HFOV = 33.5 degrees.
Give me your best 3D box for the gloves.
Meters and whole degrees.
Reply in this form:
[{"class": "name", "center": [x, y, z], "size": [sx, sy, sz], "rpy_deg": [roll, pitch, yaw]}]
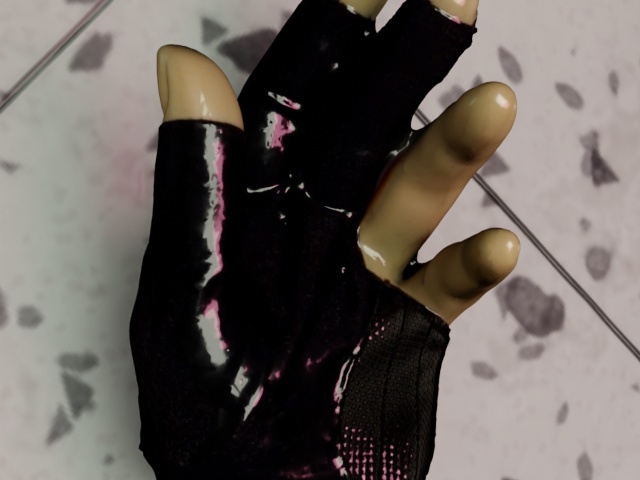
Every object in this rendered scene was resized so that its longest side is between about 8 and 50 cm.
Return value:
[{"class": "gloves", "center": [-0.005, 0.003, 0.517], "size": [0.197, 0.152, 0.301], "rpy_deg": [14, 106, -31]}]
